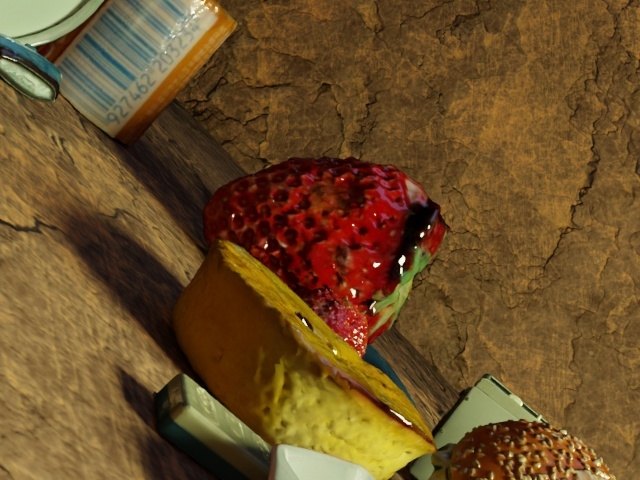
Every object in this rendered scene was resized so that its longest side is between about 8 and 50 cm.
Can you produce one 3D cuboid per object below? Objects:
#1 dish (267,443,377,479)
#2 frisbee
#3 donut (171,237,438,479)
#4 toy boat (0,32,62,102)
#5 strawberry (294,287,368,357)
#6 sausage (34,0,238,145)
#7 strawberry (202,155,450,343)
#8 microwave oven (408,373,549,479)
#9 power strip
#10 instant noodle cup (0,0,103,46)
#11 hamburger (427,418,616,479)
[{"bbox_3d":[0.020,0.227,0.659,0.154,0.064,0.234,47,3,30],"label":"dish"},{"bbox_3d":[0.093,0.228,1.672,0.289,0.049,0.289,45,4,-4],"label":"frisbee"},{"bbox_3d":[-0.024,0.133,0.916,0.303,0.110,0.303,43,2,-2],"label":"donut"},{"bbox_3d":[-0.390,-0.231,1.211,0.137,0.060,0.061,34,32,-55],"label":"toy boat"},{"bbox_3d":[-0.003,0.120,1.201,0.131,0.131,0.148,46,-4,16],"label":"strawberry"},{"bbox_3d":[-0.313,-0.340,1.555,0.233,0.287,0.233,41,6,-6],"label":"sausage"},{"bbox_3d":[0.013,0.000,1.385,0.310,0.292,0.292,36,-1,23],"label":"strawberry"},{"bbox_3d":[0.227,0.297,1.311,0.145,0.194,0.240,41,2,13],"label":"microwave oven"},{"bbox_3d":[-0.071,0.155,0.696,0.123,0.032,0.056,45,5,-22],"label":"power strip"},{"bbox_3d":[-0.430,-0.410,1.242,0.214,0.296,0.296,56,6,17],"label":"instant noodle cup"},{"bbox_3d":[0.228,0.303,1.026,0.237,0.236,0.147,49,-25,47],"label":"hamburger"}]
